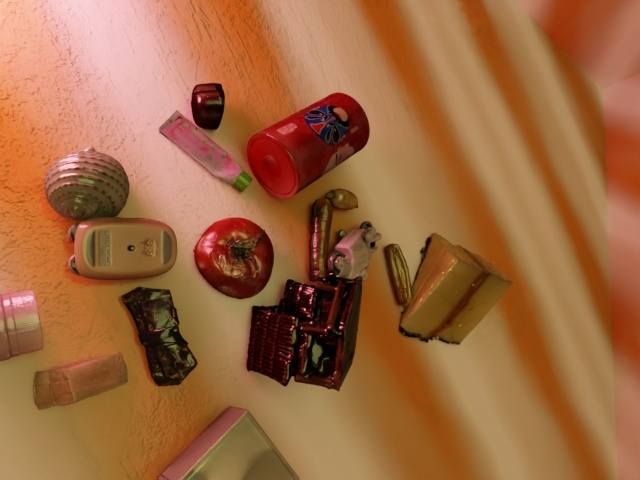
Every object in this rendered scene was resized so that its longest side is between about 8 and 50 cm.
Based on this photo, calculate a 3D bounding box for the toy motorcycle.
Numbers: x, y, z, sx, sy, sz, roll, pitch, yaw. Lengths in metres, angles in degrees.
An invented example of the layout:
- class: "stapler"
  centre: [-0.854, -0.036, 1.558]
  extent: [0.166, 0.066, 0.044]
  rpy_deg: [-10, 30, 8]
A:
- class: "toy motorcycle"
  centre: [0.109, 0.056, 1.433]
  extent: [0.260, 0.110, 0.170]
  rpy_deg: [-44, 126, -43]

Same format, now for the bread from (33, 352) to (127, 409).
- class: "bread"
  centre: [-0.513, 0.300, 0.986]
  extent: [0.152, 0.105, 0.077]
  rpy_deg: [4, 73, -67]

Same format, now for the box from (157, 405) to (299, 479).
- class: "box"
  centre: [-0.210, 0.556, 1.069]
  extent: [0.225, 0.117, 0.225]
  rpy_deg: [-40, 102, -35]

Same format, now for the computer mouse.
- class: "computer mouse"
  centre: [-0.451, 0.018, 1.057]
  extent: [0.237, 0.082, 0.145]
  rpy_deg: [-2, 91, -39]

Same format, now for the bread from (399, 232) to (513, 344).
- class: "bread"
  centre: [0.465, 0.191, 1.683]
  extent: [0.346, 0.242, 0.405]
  rpy_deg: [35, 94, -26]

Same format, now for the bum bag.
- class: "bum bag"
  centre: [-0.373, 0.220, 1.073]
  extent: [0.102, 0.069, 0.248]
  rpy_deg: [-21, 92, 0]

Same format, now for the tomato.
- class: "tomato"
  centre: [-0.214, 0.041, 1.212]
  extent: [0.228, 0.101, 0.227]
  rpy_deg: [9, 72, -29]

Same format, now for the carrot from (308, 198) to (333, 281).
- class: "carrot"
  centre: [0.000, 0.000, 1.384]
  extent: [0.070, 0.070, 0.260]
  rpy_deg: [13, 71, -31]

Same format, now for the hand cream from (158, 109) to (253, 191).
- class: "hand cream"
  centre: [-0.309, -0.237, 1.257]
  extent: [0.275, 0.050, 0.079]
  rpy_deg: [39, 34, -14]

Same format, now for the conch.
- class: "conch"
  centre: [-0.516, -0.136, 1.029]
  extent: [0.172, 0.131, 0.199]
  rpy_deg: [18, 69, -29]

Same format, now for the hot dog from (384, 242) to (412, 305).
- class: "hot dog"
  centre: [0.269, 0.114, 1.551]
  extent: [0.047, 0.066, 0.215]
  rpy_deg: [12, 63, -77]

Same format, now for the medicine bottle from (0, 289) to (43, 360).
- class: "medicine bottle"
  centre: [-0.666, 0.175, 0.845]
  extent: [0.250, 0.133, 0.133]
  rpy_deg: [-10, 84, -34]

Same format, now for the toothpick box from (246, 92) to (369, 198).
- class: "toothpick box"
  centre: [-0.030, -0.287, 1.358]
  extent: [0.333, 0.204, 0.204]
  rpy_deg: [-40, 101, -34]

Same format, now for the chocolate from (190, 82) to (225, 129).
- class: "chocolate"
  centre: [-0.317, -0.370, 1.254]
  extent: [0.080, 0.125, 0.148]
  rpy_deg: [2, 40, -25]

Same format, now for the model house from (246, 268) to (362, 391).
- class: "model house"
  centre: [-0.053, 0.211, 1.194]
  extent: [0.283, 0.297, 0.317]
  rpy_deg: [5, 76, 12]

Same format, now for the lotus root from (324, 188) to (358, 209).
- class: "lotus root"
  centre: [0.068, -0.135, 1.466]
  extent: [0.152, 0.063, 0.072]
  rpy_deg: [6, 50, -42]
